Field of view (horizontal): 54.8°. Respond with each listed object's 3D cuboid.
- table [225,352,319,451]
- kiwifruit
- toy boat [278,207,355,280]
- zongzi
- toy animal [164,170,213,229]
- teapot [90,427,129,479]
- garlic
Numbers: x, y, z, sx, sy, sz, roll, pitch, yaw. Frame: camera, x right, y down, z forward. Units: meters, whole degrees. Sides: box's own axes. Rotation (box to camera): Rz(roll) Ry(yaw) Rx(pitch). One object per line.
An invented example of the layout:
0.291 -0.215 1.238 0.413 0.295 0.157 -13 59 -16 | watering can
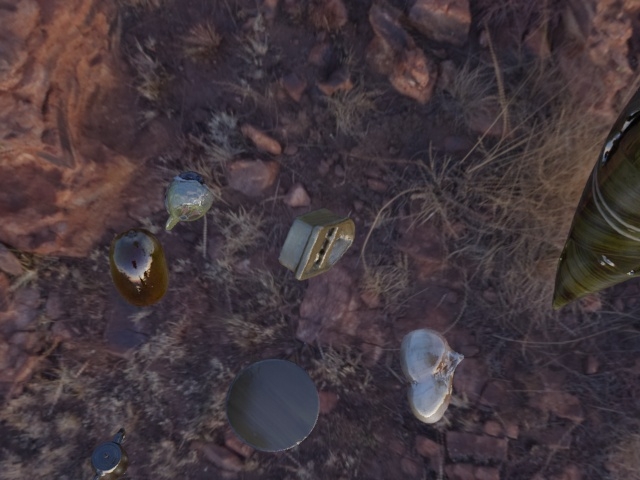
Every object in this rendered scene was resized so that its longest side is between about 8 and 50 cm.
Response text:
-0.091 0.290 1.203 0.167 0.226 0.167 0 91 -3 | table
-0.245 0.039 0.837 0.075 0.125 0.075 3 43 -3 | kiwifruit
0.000 0.000 1.145 0.061 0.188 0.116 29 109 21 | toy boat
0.299 -0.075 0.535 0.111 0.241 0.248 37 61 11 | zongzi
-0.284 -0.085 1.282 0.137 0.098 0.098 -35 81 36 | toy animal
-0.442 0.453 1.298 0.076 0.068 0.121 18 55 6 | teapot
0.205 0.257 1.174 0.099 0.124 0.175 -18 72 41 | garlic
